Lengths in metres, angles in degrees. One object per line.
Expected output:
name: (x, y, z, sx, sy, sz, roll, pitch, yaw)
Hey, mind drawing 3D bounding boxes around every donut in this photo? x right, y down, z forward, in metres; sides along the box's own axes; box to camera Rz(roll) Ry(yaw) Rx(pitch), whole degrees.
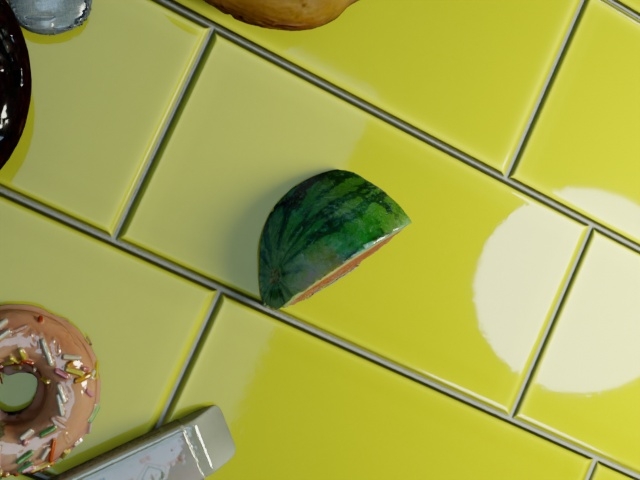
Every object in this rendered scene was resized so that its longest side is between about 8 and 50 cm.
donut: (-0.388, 0.198, 1.315, 0.199, 0.085, 0.232, -14, 97, -16)

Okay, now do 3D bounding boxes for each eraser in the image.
eraser: (-0.283, 0.335, 1.359, 0.352, 0.061, 0.089, -23, 98, -13)

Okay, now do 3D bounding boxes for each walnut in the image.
walnut: (-0.067, -0.379, 1.331, 0.298, 0.203, 0.203, 20, 86, -16)

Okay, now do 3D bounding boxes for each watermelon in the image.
watermelon: (-0.007, -0.016, 1.412, 0.231, 0.128, 0.146, -31, 81, -10)

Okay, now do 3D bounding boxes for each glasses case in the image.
glasses case: (-0.376, -0.411, 1.310, 0.109, 0.067, 0.282, -11, 93, -13)

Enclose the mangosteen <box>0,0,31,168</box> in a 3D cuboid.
mangosteen: (-0.520, -0.213, 1.123, 0.381, 0.381, 0.421, -4, 88, -15)
